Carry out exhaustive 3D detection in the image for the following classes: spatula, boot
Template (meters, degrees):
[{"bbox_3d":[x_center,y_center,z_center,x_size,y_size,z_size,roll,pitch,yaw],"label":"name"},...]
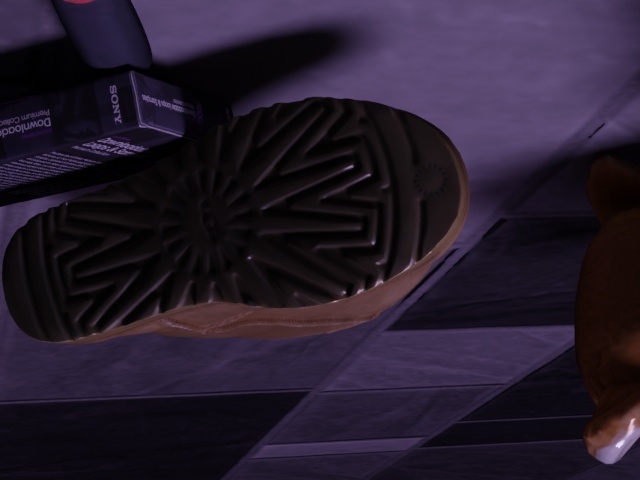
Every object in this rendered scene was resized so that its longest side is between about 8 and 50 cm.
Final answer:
[{"bbox_3d":[-0.090,-0.112,0.533,0.084,0.030,0.296,-5,163,-1],"label":"spatula"},{"bbox_3d":[0.000,0.000,0.787,0.236,0.089,0.269,-10,172,23],"label":"boot"}]

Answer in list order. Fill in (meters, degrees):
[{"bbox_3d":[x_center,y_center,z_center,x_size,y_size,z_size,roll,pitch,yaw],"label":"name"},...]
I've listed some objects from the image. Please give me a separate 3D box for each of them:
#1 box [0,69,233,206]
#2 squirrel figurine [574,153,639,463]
[{"bbox_3d":[-0.133,-0.041,0.709,0.162,0.029,0.116,-10,175,17],"label":"box"},{"bbox_3d":[0.301,0.004,0.752,0.370,0.281,0.397,-1,150,19],"label":"squirrel figurine"}]
